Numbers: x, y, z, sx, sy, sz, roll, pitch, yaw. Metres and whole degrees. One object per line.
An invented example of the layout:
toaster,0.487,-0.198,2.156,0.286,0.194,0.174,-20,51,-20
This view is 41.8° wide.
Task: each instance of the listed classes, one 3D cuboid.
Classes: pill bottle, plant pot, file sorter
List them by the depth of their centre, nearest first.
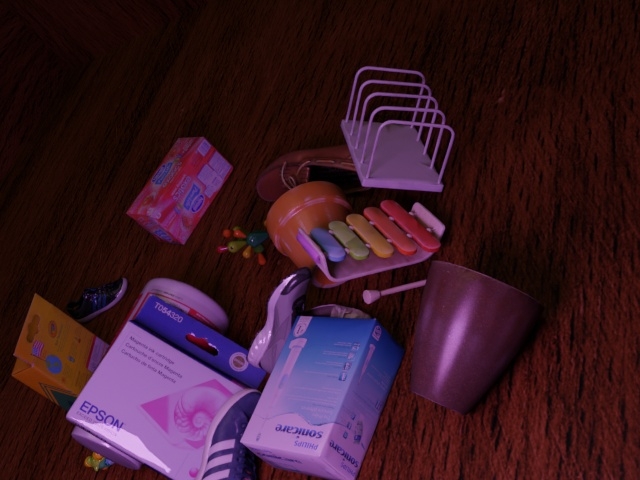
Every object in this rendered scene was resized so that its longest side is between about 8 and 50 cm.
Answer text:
plant pot,0.252,0.183,1.493,0.215,0.215,0.230,17,81,51
plant pot,0.000,0.000,1.930,0.205,0.205,0.188,-36,51,11
pill bottle,-0.398,0.309,1.952,0.229,0.229,0.407,-1,53,44
file sorter,0.179,-0.265,1.959,0.277,0.193,0.173,-104,22,-51

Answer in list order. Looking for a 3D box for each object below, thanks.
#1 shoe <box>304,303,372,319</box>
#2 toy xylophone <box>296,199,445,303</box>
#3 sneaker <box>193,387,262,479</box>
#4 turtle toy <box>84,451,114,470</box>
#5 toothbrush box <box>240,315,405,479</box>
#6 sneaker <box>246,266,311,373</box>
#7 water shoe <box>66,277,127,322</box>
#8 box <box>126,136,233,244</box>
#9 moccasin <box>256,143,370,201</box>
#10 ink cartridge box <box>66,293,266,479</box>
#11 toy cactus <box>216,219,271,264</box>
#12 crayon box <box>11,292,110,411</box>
shoe,0.016,0.180,1.828,0.219,0.058,0.076,-8,48,40
toy xylophone,0.123,0.018,1.765,0.323,0.081,0.236,-18,40,-31
sneaker,-0.166,0.467,1.666,0.148,0.131,0.350,5,63,39
turtle toy,-0.509,0.494,2.008,0.095,0.066,0.130,-41,25,48
toothbrush box,0.007,0.305,1.649,0.216,0.126,0.295,-3,50,41
sneaker,-0.066,0.176,1.808,0.108,0.100,0.271,30,116,21
water shoe,-0.665,0.170,2.486,0.203,0.080,0.073,-37,36,9
box,-0.418,-0.151,2.518,0.142,0.154,0.300,5,59,47
moccasin,-0.011,-0.152,2.148,0.380,0.139,0.147,-3,42,31
ink cartridge box,-0.316,0.321,1.804,0.330,0.324,0.071,-61,2,-22
toy cactus,-0.137,-0.004,2.082,0.180,0.219,0.112,-16,83,34
crayon box,-0.652,0.303,2.129,0.081,0.318,0.202,-25,39,24
